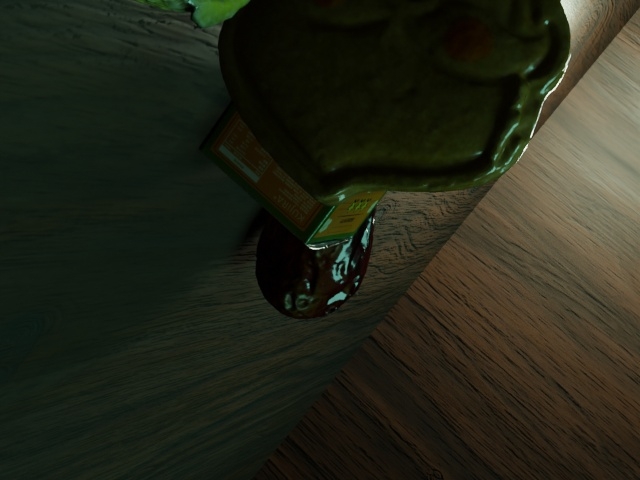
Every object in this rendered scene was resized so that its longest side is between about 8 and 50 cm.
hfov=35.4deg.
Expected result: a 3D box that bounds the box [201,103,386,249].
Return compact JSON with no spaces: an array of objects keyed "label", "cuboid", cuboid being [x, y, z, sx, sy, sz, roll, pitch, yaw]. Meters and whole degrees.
[{"label":"box","cuboid":[-0.020,-0.107,1.332,0.148,0.195,0.177,-53,165,16]}]

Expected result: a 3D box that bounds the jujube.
[{"label":"jujube","cuboid":[0.000,0.000,1.692,0.197,0.197,0.290,-25,144,-57]}]

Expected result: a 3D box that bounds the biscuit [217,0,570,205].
[{"label":"biscuit","cuboid":[0.093,-0.244,1.030,0.455,0.350,0.078,-62,165,-7]}]

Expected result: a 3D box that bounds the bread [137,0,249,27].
[{"label":"bread","cuboid":[-0.123,-0.256,0.711,0.197,0.170,0.197,-56,166,-21]}]
